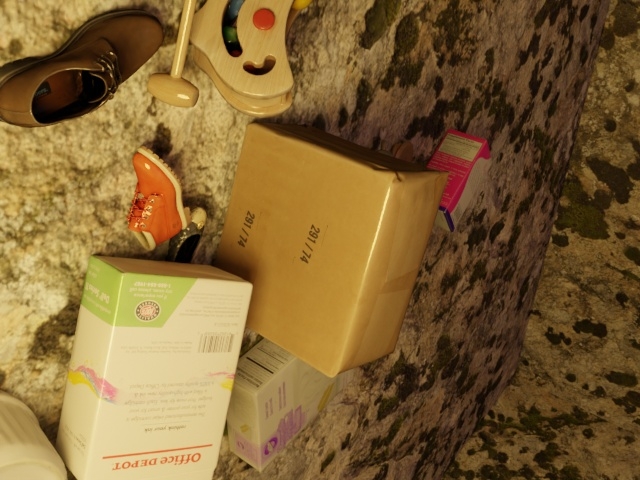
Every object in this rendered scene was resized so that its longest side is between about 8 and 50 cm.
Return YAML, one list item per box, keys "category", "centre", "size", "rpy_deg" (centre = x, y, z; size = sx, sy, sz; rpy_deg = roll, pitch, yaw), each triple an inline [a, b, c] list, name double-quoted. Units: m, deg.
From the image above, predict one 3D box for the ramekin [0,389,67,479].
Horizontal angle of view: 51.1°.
- category: "ramekin"
  centre: [-0.430, 0.322, 0.796]
  size: [0.273, 0.127, 0.273]
  rpy_deg: [-38, 141, -40]

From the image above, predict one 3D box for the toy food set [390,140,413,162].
- category: "toy food set"
  centre: [0.183, -0.185, 1.516]
  size: [0.083, 0.020, 0.082]
  rpy_deg: [-30, 135, -46]

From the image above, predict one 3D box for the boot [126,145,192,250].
- category: "boot"
  centre: [-0.232, -0.053, 0.912]
  size: [0.084, 0.059, 0.158]
  rpy_deg: [-42, 145, -26]

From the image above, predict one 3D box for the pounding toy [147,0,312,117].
- category: "pounding toy"
  centre: [-0.084, -0.261, 0.845]
  size: [0.269, 0.154, 0.155]
  rpy_deg: [-59, 179, -12]

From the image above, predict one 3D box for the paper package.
- category: "paper package"
  centre: [0.000, 0.000, 1.065]
  size: [0.168, 0.309, 0.324]
  rpy_deg: [-8, 118, -51]

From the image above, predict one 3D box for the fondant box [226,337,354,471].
- category: "fondant box"
  centre: [-0.054, 0.285, 1.409]
  size: [0.330, 0.096, 0.238]
  rpy_deg: [-36, 139, -40]

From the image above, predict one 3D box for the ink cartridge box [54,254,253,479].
- category: "ink cartridge box"
  centre: [-0.237, 0.210, 0.934]
  size: [0.207, 0.119, 0.353]
  rpy_deg: [9, 95, -42]

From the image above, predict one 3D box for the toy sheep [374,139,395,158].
- category: "toy sheep"
  centre: [0.121, -0.142, 1.388]
  size: [0.091, 0.091, 0.132]
  rpy_deg: [-12, 116, -55]

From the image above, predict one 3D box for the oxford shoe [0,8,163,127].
- category: "oxford shoe"
  centre: [-0.248, -0.186, 0.747]
  size: [0.227, 0.096, 0.083]
  rpy_deg: [-47, 144, -32]

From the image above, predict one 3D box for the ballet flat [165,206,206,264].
- category: "ballet flat"
  centre: [-0.208, 0.032, 1.017]
  size: [0.057, 0.049, 0.173]
  rpy_deg: [16, 97, -61]

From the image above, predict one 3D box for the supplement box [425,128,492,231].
- category: "supplement box"
  centre: [0.329, -0.153, 1.683]
  size: [0.220, 0.114, 0.111]
  rpy_deg: [-57, 149, -13]
